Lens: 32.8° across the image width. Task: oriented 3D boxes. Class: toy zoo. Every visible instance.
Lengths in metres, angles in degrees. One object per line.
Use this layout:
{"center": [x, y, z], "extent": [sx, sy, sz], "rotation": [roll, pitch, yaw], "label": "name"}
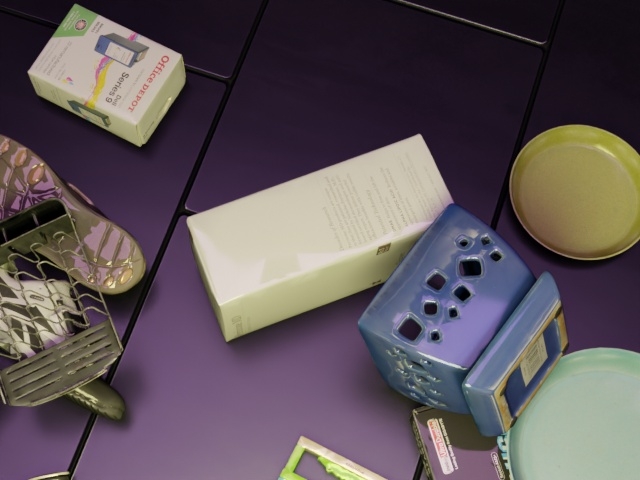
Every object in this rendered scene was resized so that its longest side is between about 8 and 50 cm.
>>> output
{"center": [-0.012, 0.462, 1.603], "extent": [0.192, 0.030, 0.293], "rotation": [25, 72, 7], "label": "toy zoo"}

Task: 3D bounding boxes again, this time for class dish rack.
{"center": [-0.414, 0.096, 1.576], "extent": [0.208, 0.074, 0.271], "rotation": [-26, 68, 0], "label": "dish rack"}

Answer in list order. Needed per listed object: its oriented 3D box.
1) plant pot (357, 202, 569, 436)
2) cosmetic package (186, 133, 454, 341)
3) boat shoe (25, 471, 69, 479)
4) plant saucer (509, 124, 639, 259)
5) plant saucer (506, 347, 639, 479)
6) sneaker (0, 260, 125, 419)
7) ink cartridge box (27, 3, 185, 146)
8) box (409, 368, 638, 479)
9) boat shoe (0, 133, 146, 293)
{"center": [0.219, 0.129, 1.552], "extent": [0.212, 0.236, 0.236], "rotation": [32, 74, 29], "label": "plant pot"}
{"center": [0.000, 0.000, 1.673], "extent": [0.385, 0.217, 0.156], "rotation": [-22, 72, -7], "label": "cosmetic package"}
{"center": [-0.435, 0.375, 1.616], "extent": [0.133, 0.049, 0.042], "rotation": [-17, 77, -5], "label": "boat shoe"}
{"center": [0.431, -0.076, 1.803], "extent": [0.241, 0.037, 0.241], "rotation": [0, 70, -1], "label": "plant saucer"}
{"center": [0.426, 0.316, 1.588], "extent": [0.317, 0.044, 0.317], "rotation": [1, 68, -2], "label": "plant saucer"}
{"center": [-0.407, 0.139, 1.660], "extent": [0.330, 0.122, 0.146], "rotation": [37, 75, 10], "label": "sneaker"}
{"center": [-0.355, -0.277, 1.826], "extent": [0.212, 0.093, 0.154], "rotation": [28, 71, 6], "label": "ink cartridge box"}
{"center": [0.315, 0.358, 1.629], "extent": [0.293, 0.073, 0.295], "rotation": [-14, 71, -7], "label": "box"}
{"center": [-0.427, -0.034, 1.718], "extent": [0.355, 0.130, 0.132], "rotation": [41, 84, 5], "label": "boat shoe"}
